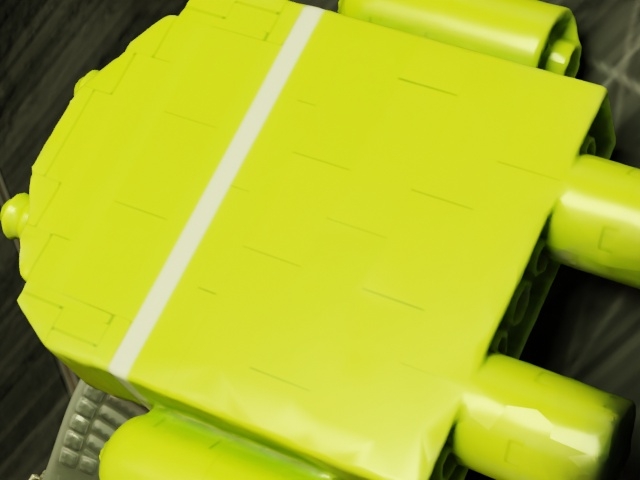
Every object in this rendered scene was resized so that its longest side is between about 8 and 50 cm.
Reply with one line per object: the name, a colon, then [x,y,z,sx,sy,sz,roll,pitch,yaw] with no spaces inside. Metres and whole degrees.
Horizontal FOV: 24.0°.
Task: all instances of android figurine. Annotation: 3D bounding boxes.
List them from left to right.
android figurine: [0.000,0.000,0.568,0.273,0.056,0.248,17,70,25]

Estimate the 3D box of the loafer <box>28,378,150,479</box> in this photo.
loafer: [-0.093,0.132,0.687,0.094,0.087,0.251,34,118,2]
